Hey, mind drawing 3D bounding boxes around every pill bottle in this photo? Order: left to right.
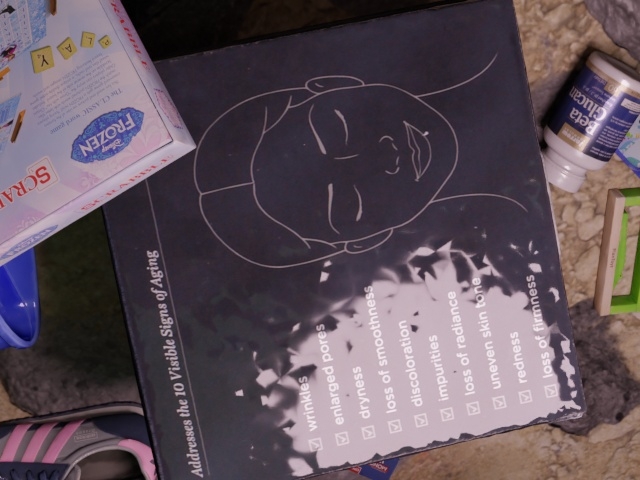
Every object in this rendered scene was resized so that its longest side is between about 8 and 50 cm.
[{"bbox_3d":[0.346,-0.149,1.777,0.094,0.094,0.169,21,112,-23],"label":"pill bottle"}]

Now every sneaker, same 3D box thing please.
[{"bbox_3d":[-0.368,0.307,1.839,0.319,0.131,0.112,-16,122,-4],"label":"sneaker"}]

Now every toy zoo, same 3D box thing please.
[{"bbox_3d":[0.538,0.007,1.949,0.293,0.030,0.192,-6,120,-11],"label":"toy zoo"}]

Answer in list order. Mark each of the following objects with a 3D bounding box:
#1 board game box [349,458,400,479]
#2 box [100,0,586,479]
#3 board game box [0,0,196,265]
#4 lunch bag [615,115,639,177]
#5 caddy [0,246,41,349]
[{"bbox_3d":[0.018,0.223,1.873,0.194,0.194,0.060,25,111,-4],"label":"board game box"},{"bbox_3d":[0.000,0.000,1.573,0.471,0.297,0.480,-12,96,-8],"label":"box"},{"bbox_3d":[-0.332,-0.152,1.376,0.318,0.066,0.318,-29,81,13],"label":"board game box"},{"bbox_3d":[0.464,-0.128,1.820,0.129,0.096,0.151,-43,90,9],"label":"lunch bag"},{"bbox_3d":[-0.426,-0.017,1.581,0.179,0.241,0.341,-19,122,3],"label":"caddy"}]
